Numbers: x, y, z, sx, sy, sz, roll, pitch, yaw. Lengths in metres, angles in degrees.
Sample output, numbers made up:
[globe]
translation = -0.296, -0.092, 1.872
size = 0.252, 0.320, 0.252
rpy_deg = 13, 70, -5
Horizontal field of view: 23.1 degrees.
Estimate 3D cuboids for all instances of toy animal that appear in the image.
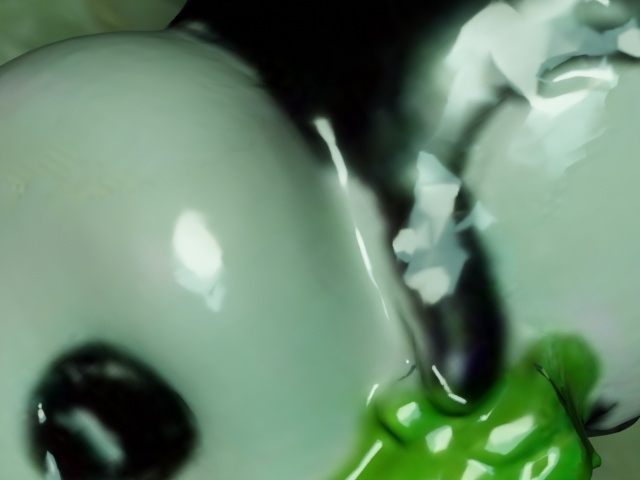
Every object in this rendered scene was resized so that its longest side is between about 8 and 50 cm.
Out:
[toy animal]
translation = 0.004, 0.006, 0.459
size = 0.267, 0.212, 0.212
rpy_deg = -41, 103, -7
